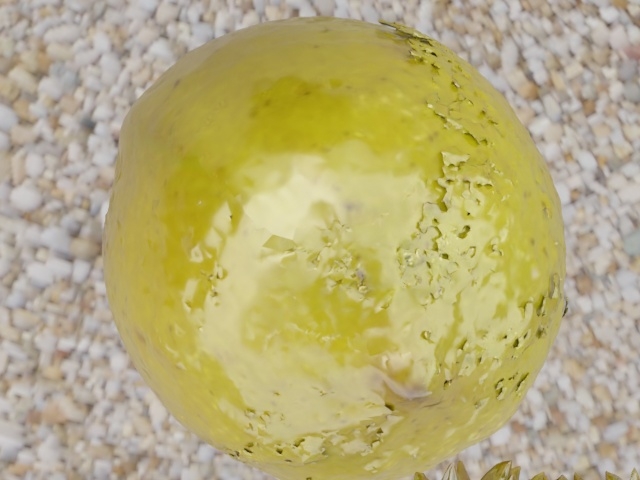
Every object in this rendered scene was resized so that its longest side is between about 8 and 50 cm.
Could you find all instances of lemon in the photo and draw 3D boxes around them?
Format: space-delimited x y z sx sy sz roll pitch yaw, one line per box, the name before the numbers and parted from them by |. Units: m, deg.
lemon | 0.000 0.000 0.891 0.258 0.310 0.258 -8 110 -23

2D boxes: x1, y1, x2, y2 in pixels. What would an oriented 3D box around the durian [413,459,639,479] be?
durian | 0.040 0.177 0.519 0.138 0.183 0.249 27 89 -15
